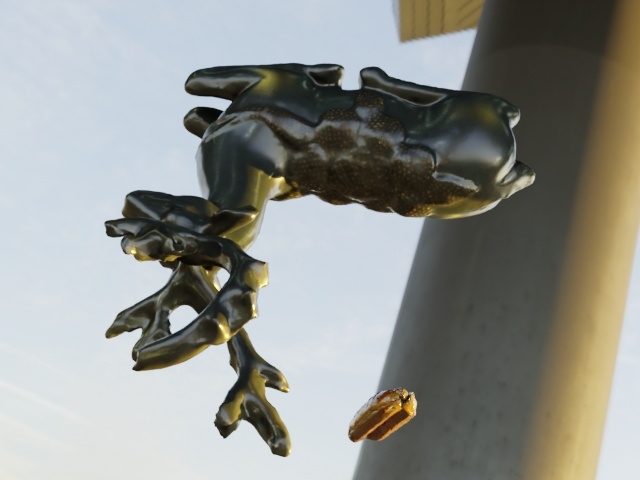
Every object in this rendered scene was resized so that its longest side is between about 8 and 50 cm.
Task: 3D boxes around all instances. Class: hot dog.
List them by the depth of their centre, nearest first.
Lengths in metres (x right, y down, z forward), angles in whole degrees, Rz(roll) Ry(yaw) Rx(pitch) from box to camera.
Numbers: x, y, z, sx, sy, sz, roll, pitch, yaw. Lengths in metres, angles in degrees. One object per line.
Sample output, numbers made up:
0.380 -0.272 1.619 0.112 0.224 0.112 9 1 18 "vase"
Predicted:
0.071 0.207 1.166 0.062 0.038 0.144 -1 -26 -18 "hot dog"

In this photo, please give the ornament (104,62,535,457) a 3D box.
0.000 0.000 0.476 0.202 0.236 0.080 10 -54 6 "ornament"
